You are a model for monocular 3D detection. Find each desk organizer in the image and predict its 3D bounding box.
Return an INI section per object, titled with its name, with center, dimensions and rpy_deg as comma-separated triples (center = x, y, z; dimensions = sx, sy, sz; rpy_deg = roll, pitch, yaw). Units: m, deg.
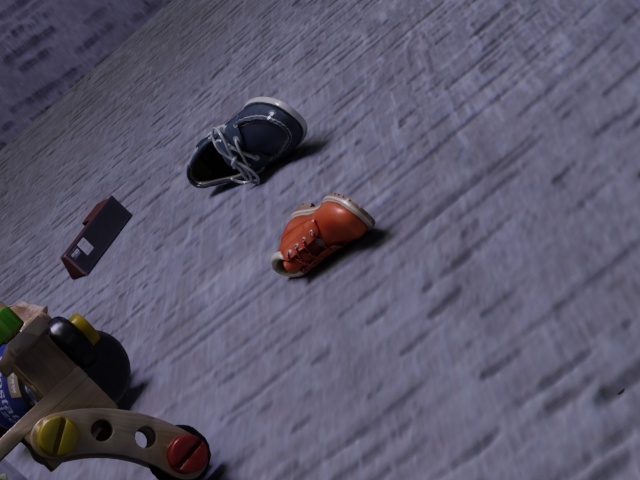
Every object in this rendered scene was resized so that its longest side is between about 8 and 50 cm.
[desk organizer]
center = -0.350, -0.004, 2.110
dimensions = 0.050, 0.047, 0.130
rpy_deg = -20, 31, 51

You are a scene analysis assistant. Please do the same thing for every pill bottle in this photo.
[pill bottle]
center = -0.316, 0.161, 1.627
dimensions = 0.219, 0.123, 0.122
rpy_deg = -14, 35, 53

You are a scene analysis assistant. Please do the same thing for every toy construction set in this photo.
[toy construction set]
center = -0.261, 0.190, 1.213
dimensions = 0.257, 0.237, 0.309
rpy_deg = -37, 2, 4

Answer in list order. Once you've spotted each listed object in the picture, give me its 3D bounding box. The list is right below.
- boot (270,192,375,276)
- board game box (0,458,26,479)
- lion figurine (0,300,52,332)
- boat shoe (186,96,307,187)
[boot]
center = 0.000, 0.000, 1.461
dimensions = 0.084, 0.059, 0.158
rpy_deg = -56, 15, -22
[board game box]
center = -0.522, 0.309, 1.621
dimensions = 0.305, 0.193, 0.053
rpy_deg = -36, 22, 20
[lion figurine]
center = -0.482, 0.255, 1.779
dimensions = 0.240, 0.142, 0.392
rpy_deg = -5, 57, 48
[boat shoe]
center = -0.106, -0.124, 1.825
dimensions = 0.079, 0.095, 0.254
rpy_deg = -53, 21, -26
